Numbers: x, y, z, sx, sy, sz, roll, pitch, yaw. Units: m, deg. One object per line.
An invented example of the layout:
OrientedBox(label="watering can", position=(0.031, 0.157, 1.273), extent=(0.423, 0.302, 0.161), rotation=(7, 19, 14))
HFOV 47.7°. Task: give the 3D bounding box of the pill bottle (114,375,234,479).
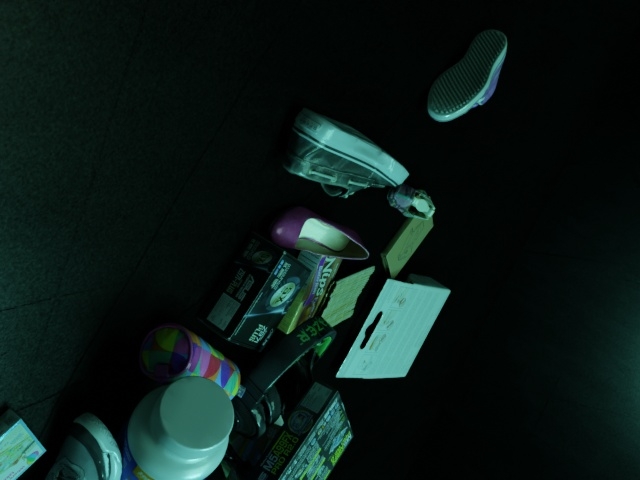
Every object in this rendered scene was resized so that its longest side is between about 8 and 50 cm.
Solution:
OrientedBox(label="pill bottle", position=(-0.231, 0.313, 1.112), extent=(0.152, 0.152, 0.272), rotation=(-35, 169, -42))

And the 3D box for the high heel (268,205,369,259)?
OrientedBox(label="high heel", position=(0.000, 0.000, 1.343), extent=(0.082, 0.117, 0.244), rotation=(-62, 156, 6))

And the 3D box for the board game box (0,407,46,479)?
OrientedBox(label="board game box", position=(-0.445, 0.306, 0.951), extent=(0.154, 0.026, 0.103), rotation=(-45, 152, -29))

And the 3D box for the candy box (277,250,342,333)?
OrientedBox(label="candy box", position=(-0.025, 0.093, 1.481), extent=(0.109, 0.053, 0.187), rotation=(-6, 125, -62))

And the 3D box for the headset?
OrientedBox(label="headset", position=(-0.094, 0.320, 1.429), extent=(0.394, 0.185, 0.243), rotation=(-51, 166, 26))

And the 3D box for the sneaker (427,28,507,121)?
OrientedBox(label="sneaker", position=(0.333, -0.329, 1.634), extent=(0.282, 0.102, 0.161), rotation=(-47, 156, -25))

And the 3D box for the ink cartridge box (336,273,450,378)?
OrientedBox(label="ink cartridge box", position=(0.190, 0.239, 2.053), extent=(0.385, 0.091, 0.308), rotation=(14, 106, -54))

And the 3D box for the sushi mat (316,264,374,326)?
OrientedBox(label="sushi mat", position=(0.050, 0.139, 1.653), extent=(0.151, 0.019, 0.316), rotation=(-66, 165, 12))

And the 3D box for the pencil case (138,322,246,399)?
OrientedBox(label="pencil case", position=(-0.210, 0.216, 1.208), extent=(0.104, 0.104, 0.236), rotation=(-54, 153, -12))

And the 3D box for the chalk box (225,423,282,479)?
OrientedBox(label="chalk box", position=(-0.107, 0.515, 1.570), extent=(0.132, 0.132, 0.213), rotation=(46, 64, -46))

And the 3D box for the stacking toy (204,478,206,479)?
OrientedBox(label="stacking toy", position=(-0.357, 0.551, 1.366), extent=(0.279, 0.130, 0.309), rotation=(-43, 163, 32))

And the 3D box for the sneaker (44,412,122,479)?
OrientedBox(label="sneaker", position=(-0.386, 0.383, 1.058), extent=(0.153, 0.101, 0.269), rotation=(-28, 143, -53))

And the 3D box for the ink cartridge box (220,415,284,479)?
OrientedBox(label="ink cartridge box", position=(-0.154, 0.449, 1.641), extent=(0.171, 0.056, 0.235), rotation=(-38, 124, -40))

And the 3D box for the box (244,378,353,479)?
OrientedBox(label="box", position=(-0.042, 0.440, 1.436), extent=(0.270, 0.060, 0.216), rotation=(-53, 149, -26))

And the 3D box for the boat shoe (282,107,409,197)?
OrientedBox(label="boat shoe", position=(0.038, -0.138, 1.292), extent=(0.335, 0.121, 0.119), rotation=(16, 111, -54))

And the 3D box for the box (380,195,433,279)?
OrientedBox(label="box", position=(0.230, -0.004, 1.896), extent=(0.201, 0.021, 0.164), rotation=(-53, 155, -15))

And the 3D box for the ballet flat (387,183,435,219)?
OrientedBox(label="ballet flat", position=(0.228, -0.087, 1.728), extent=(0.077, 0.079, 0.221), rotation=(-63, 156, 6))

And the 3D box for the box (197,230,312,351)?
OrientedBox(label="box", position=(-0.113, 0.094, 1.284), extent=(0.180, 0.077, 0.147), rotation=(-57, 157, -5))
